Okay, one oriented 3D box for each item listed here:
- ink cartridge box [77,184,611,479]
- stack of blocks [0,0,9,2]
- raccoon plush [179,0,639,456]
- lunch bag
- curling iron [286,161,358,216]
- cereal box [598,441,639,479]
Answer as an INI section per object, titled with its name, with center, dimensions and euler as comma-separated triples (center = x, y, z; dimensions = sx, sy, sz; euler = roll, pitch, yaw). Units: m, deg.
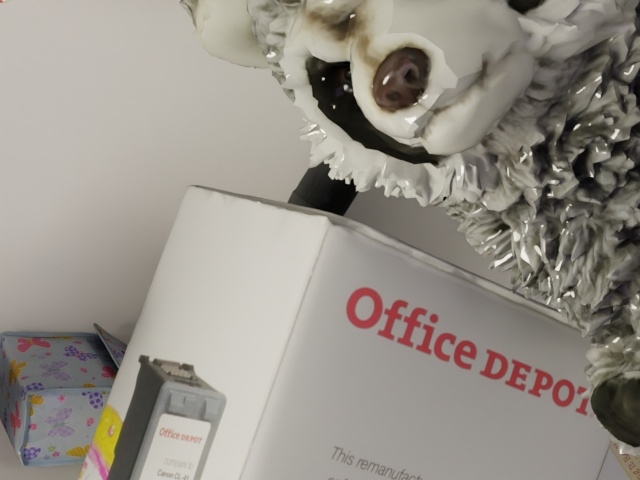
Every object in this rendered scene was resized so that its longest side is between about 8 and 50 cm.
[ink cartridge box]
center = -0.003, 0.155, 0.922
dimensions = 0.226, 0.131, 0.306
euler = 24, 83, -39
[stack of blocks]
center = -0.085, -0.211, 0.818
dimensions = 0.297, 0.171, 0.087
euler = -36, 114, -3
[raccoon plush]
center = 0.116, -0.068, 0.912
dimensions = 0.299, 0.446, 0.216
euler = 39, 96, 8
[lunch bag]
center = -0.115, 0.076, 0.957
dimensions = 0.083, 0.071, 0.053
euler = 3, 112, -22
[curling iron]
center = 0.000, 0.000, 1.000
dimensions = 0.068, 0.035, 0.274
euler = 21, 97, -29
[cereal box]
center = 0.125, 0.205, 1.097
dimensions = 0.240, 0.047, 0.173
euler = -33, 112, -9
